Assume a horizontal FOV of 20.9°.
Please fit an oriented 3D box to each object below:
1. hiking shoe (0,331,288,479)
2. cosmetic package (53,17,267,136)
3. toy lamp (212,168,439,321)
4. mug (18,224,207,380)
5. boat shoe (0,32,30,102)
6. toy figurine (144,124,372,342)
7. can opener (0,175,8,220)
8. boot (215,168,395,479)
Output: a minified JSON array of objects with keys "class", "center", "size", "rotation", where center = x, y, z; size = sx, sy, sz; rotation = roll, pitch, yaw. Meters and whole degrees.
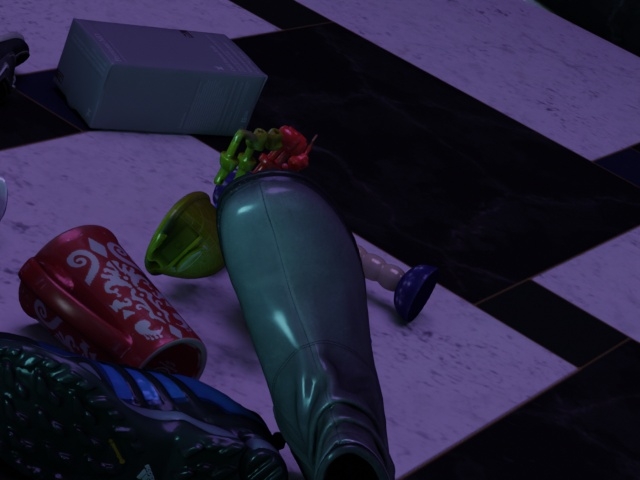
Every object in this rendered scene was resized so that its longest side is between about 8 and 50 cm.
[{"class":"hiking shoe","center":[-0.175,0.158,1.503],"size":[0.304,0.113,0.132],"rotation":[25,14,-10]},{"class":"cosmetic package","center":[-0.207,-0.207,2.228],"size":[0.238,0.107,0.127],"rotation":[3,32,-40]},{"class":"toy lamp","center":[0.000,0.000,1.986],"size":[0.274,0.080,0.080],"rotation":[30,26,17]},{"class":"mug","center":[-0.205,0.081,1.624],"size":[0.150,0.113,0.169],"rotation":[-11,43,-44]},{"class":"boat shoe","center":[-0.411,-0.201,2.117],"size":[0.079,0.084,0.233],"rotation":[59,17,-7]},{"class":"toy figurine","center":[-0.020,0.023,1.775],"size":[0.217,0.191,0.362],"rotation":[44,7,7]},{"class":"can opener","center":[-0.451,-0.076,1.772],"size":[0.280,0.074,0.093],"rotation":[19,-12,4]},{"class":"boot","center":[0.008,0.121,1.445],"size":[0.118,0.338,0.223],"rotation":[-20,27,2]}]
